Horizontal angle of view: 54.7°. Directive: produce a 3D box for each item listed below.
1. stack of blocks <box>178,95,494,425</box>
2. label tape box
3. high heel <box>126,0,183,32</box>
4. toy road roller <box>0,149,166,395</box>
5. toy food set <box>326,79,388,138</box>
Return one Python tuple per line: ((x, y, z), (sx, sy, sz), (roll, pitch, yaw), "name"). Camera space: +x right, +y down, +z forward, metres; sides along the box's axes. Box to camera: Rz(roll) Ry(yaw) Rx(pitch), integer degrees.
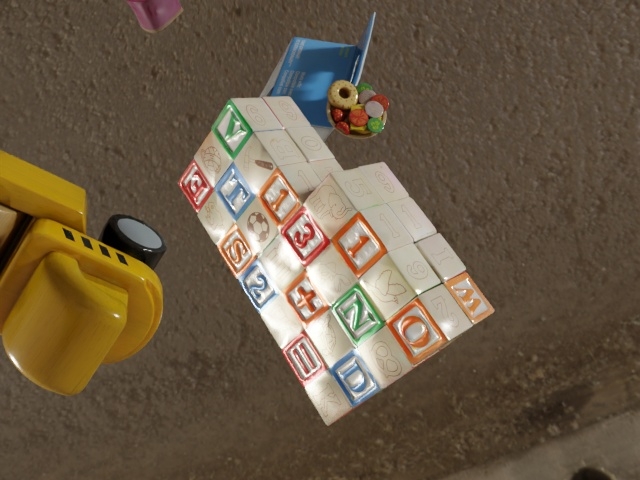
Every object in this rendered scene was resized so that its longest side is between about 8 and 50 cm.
((0.000, 0.000, 0.596), (0.087, 0.297, 0.171), (-17, 156, -49), "stack of blocks")
((-0.052, -0.208, 1.025), (0.115, 0.249, 0.347), (25, 135, -13), "label tape box")
((-0.220, -0.547, 1.066), (0.127, 0.377, 0.181), (24, 163, 16), "high heel")
((-0.366, 0.053, 0.808), (0.329, 0.240, 0.202), (29, 105, -26), "toy road roller")
((0.049, -0.171, 0.811), (0.082, 0.083, 0.020), (4, 159, -9), "toy food set")
